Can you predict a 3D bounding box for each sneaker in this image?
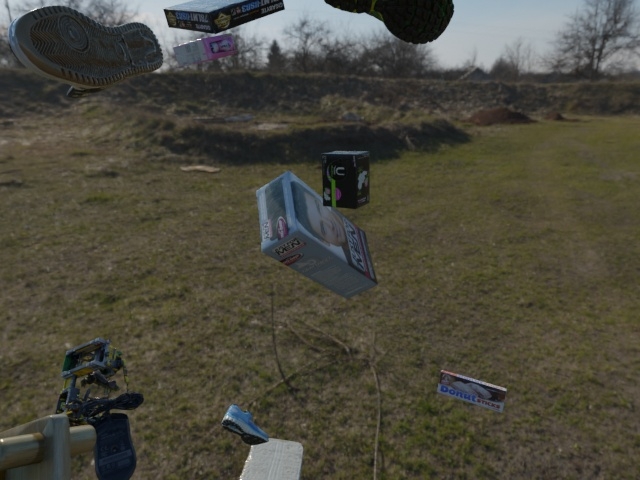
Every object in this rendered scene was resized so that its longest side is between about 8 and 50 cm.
[{"bbox_3d":[-0.195,0.502,1.217,0.063,0.162,0.073,-25,32,26],"label":"sneaker"},{"bbox_3d":[-0.366,-0.262,0.648,0.153,0.099,0.282,-8,20,15],"label":"sneaker"},{"bbox_3d":[0.147,-0.557,0.989,0.343,0.134,0.146,15,40,-20],"label":"sneaker"}]

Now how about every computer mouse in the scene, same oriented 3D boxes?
[{"bbox_3d":[-0.660,0.639,1.428,0.188,0.273,0.072,-1,-18,-33],"label":"computer mouse"}]

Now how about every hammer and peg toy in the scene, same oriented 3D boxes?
[{"bbox_3d":[-0.401,0.430,0.554,0.265,0.362,0.127,-23,-22,23],"label":"hammer and peg toy"}]

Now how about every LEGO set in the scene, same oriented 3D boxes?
[{"bbox_3d":[-0.766,0.502,1.562,0.192,0.255,0.332,-23,42,18],"label":"LEGO set"}]

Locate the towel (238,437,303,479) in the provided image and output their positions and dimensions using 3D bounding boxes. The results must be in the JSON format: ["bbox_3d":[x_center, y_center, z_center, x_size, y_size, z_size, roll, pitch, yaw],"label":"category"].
[{"bbox_3d":[-0.155,0.738,1.441,0.187,0.049,0.282,6,7,3],"label":"towel"}]

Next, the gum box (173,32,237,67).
[{"bbox_3d":[-0.353,-0.583,1.363,0.188,0.062,0.107,13,36,44],"label":"gum box"}]

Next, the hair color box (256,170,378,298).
[{"bbox_3d":[0.000,0.000,1.171,0.113,0.186,0.374,-28,-38,24],"label":"hair color box"}]

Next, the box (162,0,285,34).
[{"bbox_3d":[-0.322,-0.772,1.485,0.295,0.073,0.293,26,51,39],"label":"box"}]

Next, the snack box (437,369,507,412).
[{"bbox_3d":[0.425,0.423,1.253,0.178,0.064,0.022,11,9,24],"label":"snack box"}]

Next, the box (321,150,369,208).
[{"bbox_3d":[0.040,-0.096,0.697,0.062,0.084,0.052,7,18,29],"label":"box"}]
